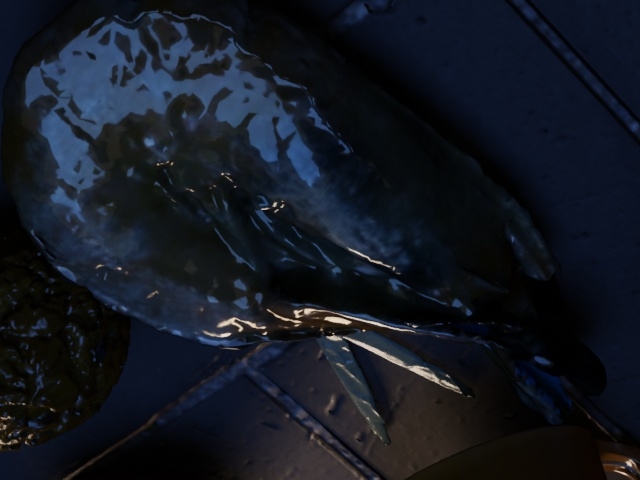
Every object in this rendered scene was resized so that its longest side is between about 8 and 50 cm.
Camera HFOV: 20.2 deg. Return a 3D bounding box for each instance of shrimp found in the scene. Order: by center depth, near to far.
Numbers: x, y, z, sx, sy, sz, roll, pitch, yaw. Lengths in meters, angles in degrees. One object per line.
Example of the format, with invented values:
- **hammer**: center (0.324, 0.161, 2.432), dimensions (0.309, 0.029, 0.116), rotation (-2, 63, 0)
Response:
- **shrimp**: center (0.000, 0.000, 1.133), dimensions (0.446, 0.110, 0.221), rotation (30, 107, -20)

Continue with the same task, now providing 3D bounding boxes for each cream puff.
- **cream puff**: center (-0.194, 0.062, 1.177), dimensions (0.150, 0.165, 0.115), rotation (37, 158, -32)

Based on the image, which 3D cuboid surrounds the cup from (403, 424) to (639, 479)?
- **cup**: center (0.164, 0.255, 1.226), dimensions (0.226, 0.264, 0.182), rotation (-14, 155, -18)

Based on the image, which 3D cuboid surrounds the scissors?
- **scissors**: center (0.001, 0.052, 1.243), dimensions (0.144, 0.017, 0.248), rotation (-32, 118, 26)

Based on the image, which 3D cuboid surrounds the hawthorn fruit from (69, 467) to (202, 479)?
- **hawthorn fruit**: center (-0.140, 0.278, 1.296), dimensions (0.197, 0.225, 0.196), rotation (11, 133, 12)
